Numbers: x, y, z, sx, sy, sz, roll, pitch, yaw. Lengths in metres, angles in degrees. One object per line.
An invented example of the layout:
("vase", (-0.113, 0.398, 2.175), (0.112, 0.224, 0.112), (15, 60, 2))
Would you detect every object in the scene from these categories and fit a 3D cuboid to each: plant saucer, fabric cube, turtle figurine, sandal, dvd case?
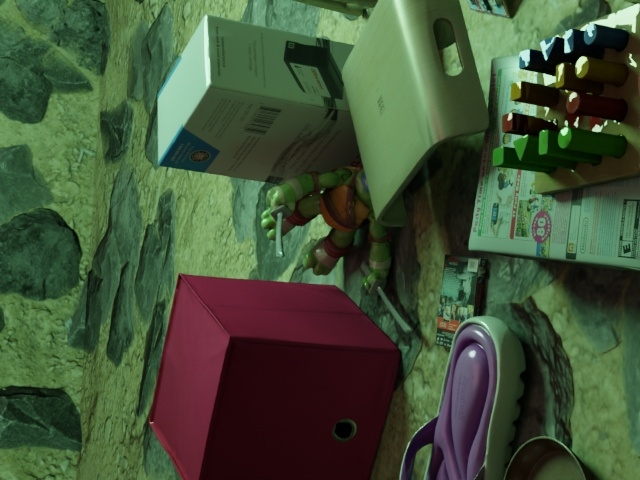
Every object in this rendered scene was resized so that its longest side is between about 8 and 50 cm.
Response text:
("plant saucer", (0.251, 0.297, 1.329), (0.168, 0.029, 0.168), (-173, 90, -66))
("fabric cube", (-0.074, 0.212, 1.779), (0.259, 0.258, 0.254), (42, 121, 60))
("turtle figurine", (0.000, 0.000, 1.744), (0.266, 0.198, 0.274), (151, 124, -67))
("sandal", (0.145, 0.291, 1.471), (0.169, 0.102, 0.416), (-165, 81, -65))
("dvd case", (0.177, 0.079, 1.557), (0.087, 0.013, 0.119), (-175, 90, -65))

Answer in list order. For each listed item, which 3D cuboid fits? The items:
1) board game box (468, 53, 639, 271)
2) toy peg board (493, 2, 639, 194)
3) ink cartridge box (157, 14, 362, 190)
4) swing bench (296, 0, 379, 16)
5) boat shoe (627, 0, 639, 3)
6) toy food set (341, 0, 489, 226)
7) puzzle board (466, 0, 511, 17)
("board game box", (0.282, -0.084, 1.271), (0.303, 0.097, 0.224), (9, 91, 64))
("toy peg board", (0.235, -0.136, 1.180), (0.161, 0.079, 0.160), (-11, 75, 63))
("ink cartridge box", (-0.056, -0.188, 1.773), (0.223, 0.307, 0.129), (133, 138, -53))
("swing bench", (-0.007, -0.475, 1.790), (0.165, 0.255, 0.253), (-168, 84, -65))
("boat shoe", (0.354, -0.275, 1.138), (0.341, 0.110, 0.121), (-177, 92, -65))
("toy food set", (0.117, -0.170, 1.525), (0.306, 0.092, 0.219), (123, 138, -65))
("puzzle board", (0.188, -0.339, 1.537), (0.128, 0.011, 0.096), (62, 168, -25))
